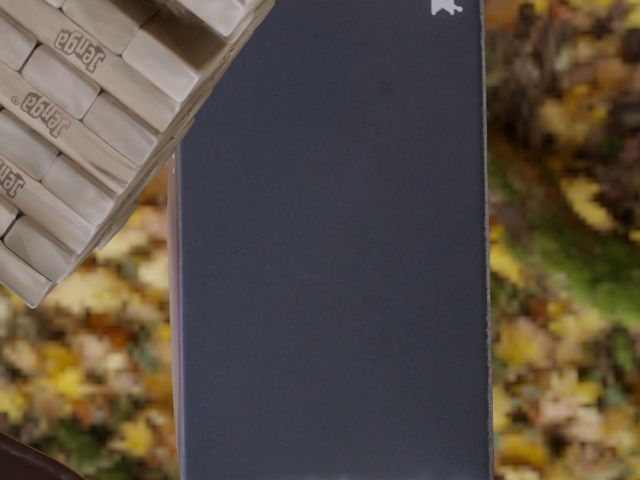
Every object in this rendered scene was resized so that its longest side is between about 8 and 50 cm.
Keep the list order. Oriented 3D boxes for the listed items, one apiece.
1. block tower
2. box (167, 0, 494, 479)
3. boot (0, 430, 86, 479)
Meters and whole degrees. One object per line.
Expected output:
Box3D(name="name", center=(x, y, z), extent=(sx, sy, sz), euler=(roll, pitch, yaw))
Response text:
Box3D(name="block tower", center=(-0.055, -0.118, 0.763), extent=(0.335, 0.097, 0.091), euler=(-50, -178, 31))
Box3D(name="box", center=(0.000, 0.000, 1.213), extent=(0.182, 0.296, 0.294), euler=(-1, 177, -3))
Box3D(name="boot", center=(-0.154, 0.119, 0.844), extent=(0.106, 0.082, 0.219), euler=(3, 137, 53))
